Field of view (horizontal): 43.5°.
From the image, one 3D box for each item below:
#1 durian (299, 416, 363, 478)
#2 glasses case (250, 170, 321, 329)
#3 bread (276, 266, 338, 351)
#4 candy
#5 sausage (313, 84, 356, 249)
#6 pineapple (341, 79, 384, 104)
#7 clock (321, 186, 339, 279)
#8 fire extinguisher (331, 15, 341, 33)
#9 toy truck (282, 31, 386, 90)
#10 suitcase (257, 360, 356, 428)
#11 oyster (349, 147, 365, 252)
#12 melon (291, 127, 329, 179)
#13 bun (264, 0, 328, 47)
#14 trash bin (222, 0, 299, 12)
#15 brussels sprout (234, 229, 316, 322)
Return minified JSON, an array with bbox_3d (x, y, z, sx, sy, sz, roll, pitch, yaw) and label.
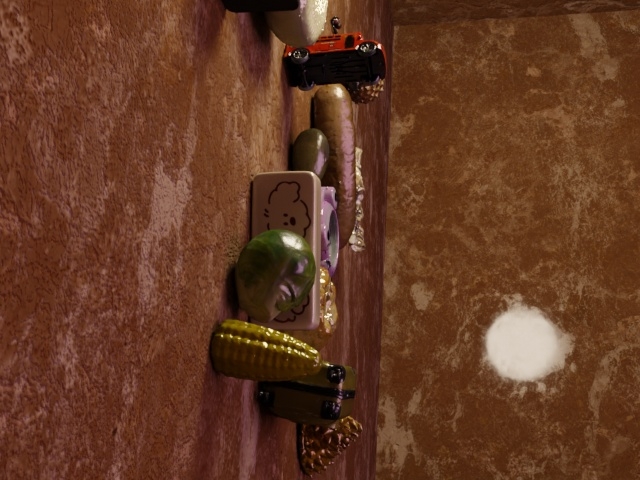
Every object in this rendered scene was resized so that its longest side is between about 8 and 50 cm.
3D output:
[{"bbox_3d":[0.001,0.542,2.171,0.195,0.186,0.305,-60,165,-21],"label":"durian"},{"bbox_3d":[-0.073,0.023,1.706,0.076,0.144,0.336,31,58,-76],"label":"glasses case"},{"bbox_3d":[-0.031,0.167,1.927,0.244,0.134,0.244,-2,90,-75],"label":"bread"},{"bbox_3d":[-0.095,0.209,1.458,0.094,0.199,0.106,-63,159,-56],"label":"candy"},{"bbox_3d":[0.043,-0.212,2.355,0.136,0.123,0.500,-155,-119,-70],"label":"sausage"},{"bbox_3d":[0.111,-0.549,2.633,0.340,0.169,0.169,6,83,-75],"label":"pineapple"},{"bbox_3d":[0.000,0.000,2.209,0.227,0.090,0.247,-78,164,-47],"label":"clock"},{"bbox_3d":[0.048,-0.716,2.664,0.046,0.032,0.100,-57,170,5],"label":"fire extinguisher"},{"bbox_3d":[0.039,-0.459,2.023,0.107,0.253,0.114,76,13,-49],"label":"toy truck"},{"bbox_3d":[-0.027,0.337,1.792,0.235,0.194,0.143,43,55,-74],"label":"suitcase"},{"bbox_3d":[0.092,-0.146,2.597,0.238,0.115,0.351,62,29,-66],"label":"oyster"},{"bbox_3d":[-0.027,-0.212,2.065,0.099,0.099,0.162,64,30,-64],"label":"melon"},{"bbox_3d":[-0.064,-0.574,1.788,0.287,0.146,0.287,3,90,-78],"label":"bun"},{"bbox_3d":[-0.108,-0.562,1.540,0.115,0.165,0.225,65,29,-66],"label":"trash bin"},{"bbox_3d":[-0.093,0.066,1.582,0.180,0.144,0.161,-50,147,-35],"label":"brussels sprout"}]
